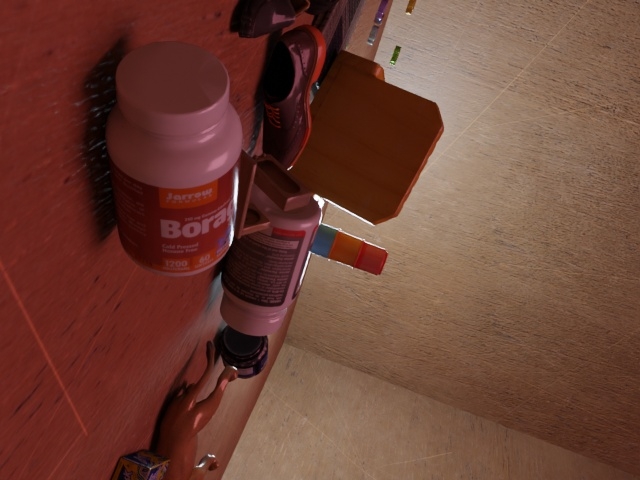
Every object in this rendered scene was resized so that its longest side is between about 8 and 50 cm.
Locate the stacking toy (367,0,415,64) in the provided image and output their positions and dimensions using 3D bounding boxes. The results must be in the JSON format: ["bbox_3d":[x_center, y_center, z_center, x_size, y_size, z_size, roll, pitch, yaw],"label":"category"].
[{"bbox_3d":[0.157,-0.598,1.805,0.221,0.166,0.052,107,4,-46],"label":"stacking toy"}]

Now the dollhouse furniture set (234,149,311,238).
[{"bbox_3d":[-0.088,-0.109,0.960,0.151,0.144,0.123,-18,139,-37],"label":"dollhouse furniture set"}]

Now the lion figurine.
[{"bbox_3d":[-0.278,0.416,1.303,0.240,0.142,0.393,-31,127,-73],"label":"lion figurine"}]

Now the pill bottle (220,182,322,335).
[{"bbox_3d":[-0.109,0.040,1.313,0.161,0.161,0.283,-64,173,-61],"label":"pill bottle"}]

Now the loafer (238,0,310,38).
[{"bbox_3d":[-0.062,-0.312,0.884,0.170,0.061,0.062,-65,175,-48],"label":"loafer"}]

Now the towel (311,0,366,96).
[{"bbox_3d":[0.040,-0.522,1.507,0.312,0.056,0.324,78,34,-78],"label":"towel"}]

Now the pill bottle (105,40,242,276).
[{"bbox_3d":[-0.136,-0.070,0.616,0.216,0.121,0.121,105,6,-53],"label":"pill bottle"}]

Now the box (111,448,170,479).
[{"bbox_3d":[-0.309,0.402,1.132,0.169,0.054,0.059,98,13,-77],"label":"box"}]

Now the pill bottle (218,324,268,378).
[{"bbox_3d":[-0.191,0.267,1.642,0.219,0.122,0.123,103,8,-67],"label":"pill bottle"}]

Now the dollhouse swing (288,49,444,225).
[{"bbox_3d":[0.103,-0.211,1.561,0.347,0.304,0.315,-62,172,1],"label":"dollhouse swing"}]

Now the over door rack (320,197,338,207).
[{"bbox_3d":[0.006,-0.165,2.167,0.240,0.108,0.324,-67,155,-44],"label":"over door rack"}]

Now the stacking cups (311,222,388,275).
[{"bbox_3d":[0.000,0.000,1.520,0.096,0.316,0.096,21,90,-85],"label":"stacking cups"}]

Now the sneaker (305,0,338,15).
[{"bbox_3d":[0.034,-0.494,1.067,0.130,0.109,0.286,164,-52,-87],"label":"sneaker"}]

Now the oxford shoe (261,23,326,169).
[{"bbox_3d":[-0.072,-0.233,1.132,0.098,0.096,0.272,-35,146,-48],"label":"oxford shoe"}]
